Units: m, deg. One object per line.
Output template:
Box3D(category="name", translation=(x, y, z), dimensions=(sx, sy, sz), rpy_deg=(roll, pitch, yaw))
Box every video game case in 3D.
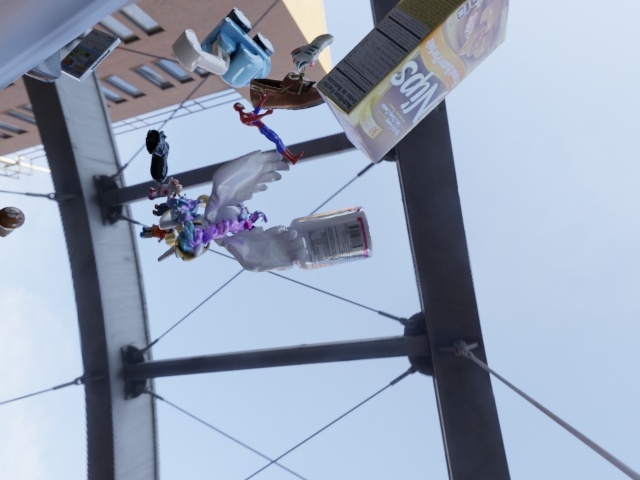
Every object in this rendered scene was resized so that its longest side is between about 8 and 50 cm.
Box3D(category="video game case", translation=(-0.491, -0.393, 0.862), dimensions=(0.087, 0.011, 0.122), rpy_deg=(29, -104, 22))

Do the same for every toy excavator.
Box3D(category="toy excavator", translation=(-0.378, -0.747, 1.652), dimensions=(0.223, 0.433, 0.444), rpy_deg=(-33, -131, 25))

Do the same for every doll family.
Box3D(category="doll family", translation=(-0.551, -0.099, 1.526), dimensions=(0.164, 0.118, 0.262), rpy_deg=(-7, -113, 17))

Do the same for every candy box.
Box3D(category="candy box", translation=(0.159, -0.293, 0.667), dimensions=(0.316, 0.183, 0.087), rpy_deg=(-44, -114, 6))

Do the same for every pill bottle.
Box3D(category="pill bottle", translation=(0.000, 0.000, 1.199), dimensions=(0.284, 0.160, 0.160), rpy_deg=(-11, -97, -1))

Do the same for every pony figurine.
Box3D(category="pony figurine", translation=(-0.245, -0.047, 1.042), dimensions=(0.352, 0.363, 0.302), rpy_deg=(-22, -72, -18))

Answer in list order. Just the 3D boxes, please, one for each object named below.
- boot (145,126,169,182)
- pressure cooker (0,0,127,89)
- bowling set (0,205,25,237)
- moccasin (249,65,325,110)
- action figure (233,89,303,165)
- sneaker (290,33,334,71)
Box3D(category="boot", translation=(-0.411, -0.213, 1.023), dimensions=(0.045, 0.099, 0.121), rpy_deg=(8, -96, -8))
Box3D(category="pressure cooker", translation=(-0.350, -0.298, 0.289), dimensions=(0.421, 0.375, 0.369), rpy_deg=(-24, -63, 15))
Box3D(category="bowling set", translation=(-0.795, -0.050, 0.921), dimensions=(0.200, 0.287, 0.154), rpy_deg=(-38, -64, -4))
Box3D(category="moccasin", translation=(-0.100, -0.569, 1.518), dimensions=(0.381, 0.139, 0.146), rpy_deg=(12, -55, 33))
Box3D(category="action figure", translation=(-0.160, -0.397, 1.382), dimensions=(0.281, 0.091, 0.139), rpy_deg=(36, -72, -10))
Box3D(category="sneaker", translation=(-0.021, -0.620, 1.359), dimensions=(0.162, 0.057, 0.075), rpy_deg=(-17, -95, 23))
